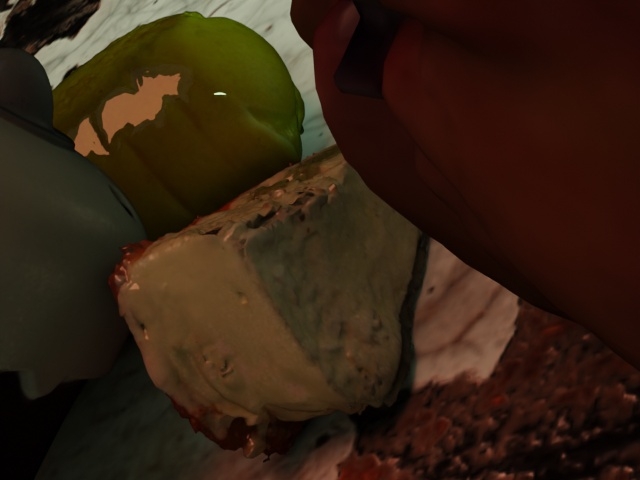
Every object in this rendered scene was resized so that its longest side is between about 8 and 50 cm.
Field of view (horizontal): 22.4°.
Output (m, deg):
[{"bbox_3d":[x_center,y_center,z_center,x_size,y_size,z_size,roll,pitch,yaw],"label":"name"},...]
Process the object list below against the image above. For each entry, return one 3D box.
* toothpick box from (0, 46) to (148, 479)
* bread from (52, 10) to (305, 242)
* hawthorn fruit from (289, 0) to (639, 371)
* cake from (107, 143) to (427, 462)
[{"bbox_3d":[-0.218,0.048,0.748,0.316,0.229,0.229,-63,30,3],"label":"toothpick box"},{"bbox_3d":[-0.173,0.012,0.917,0.383,0.112,0.166,-42,30,10],"label":"bread"},{"bbox_3d":[0.153,-0.197,0.435,0.472,0.472,0.471,-32,33,24],"label":"hawthorn fruit"},{"bbox_3d":[0.007,0.019,0.755,0.086,0.116,0.220,-22,5,32],"label":"cake"}]
